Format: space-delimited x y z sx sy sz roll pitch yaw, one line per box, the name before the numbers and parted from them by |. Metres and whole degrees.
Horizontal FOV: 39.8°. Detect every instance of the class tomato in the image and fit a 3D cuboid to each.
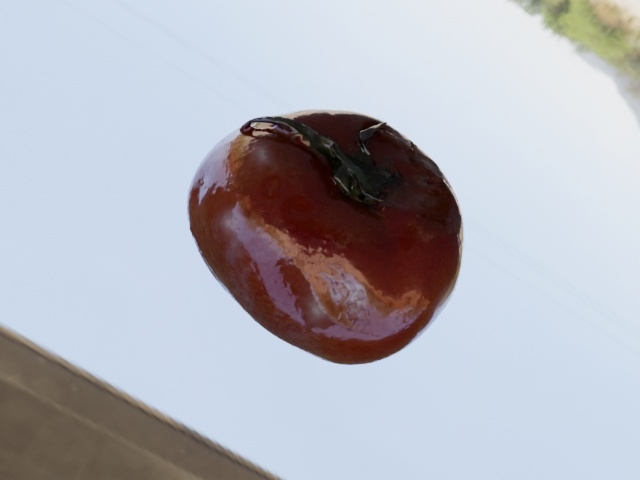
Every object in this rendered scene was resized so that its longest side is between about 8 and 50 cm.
tomato | 0.000 0.000 0.591 0.187 0.151 0.187 20 -141 -18
